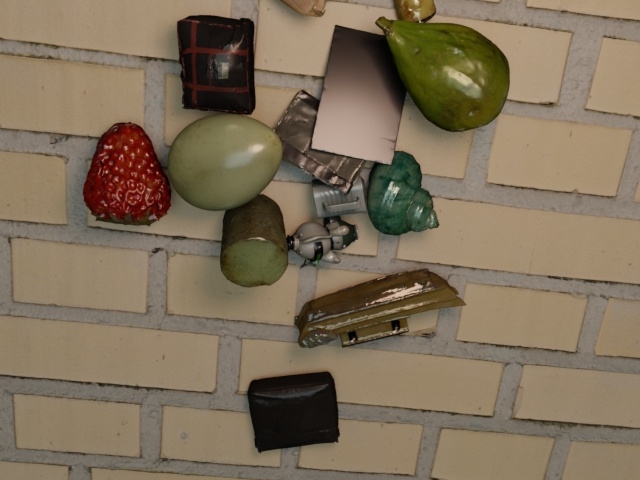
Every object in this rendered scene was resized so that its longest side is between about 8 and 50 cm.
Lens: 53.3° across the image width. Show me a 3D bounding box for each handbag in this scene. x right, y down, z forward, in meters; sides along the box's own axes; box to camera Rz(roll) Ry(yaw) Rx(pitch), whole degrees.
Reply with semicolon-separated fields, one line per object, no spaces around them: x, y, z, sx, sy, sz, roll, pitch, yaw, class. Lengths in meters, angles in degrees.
-0.073;0.482;1.762;0.247;0.080;0.222;-6;108;0;handbag
-0.235;-0.395;1.438;0.170;0.155;0.215;3;110;3;handbag

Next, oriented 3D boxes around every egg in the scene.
-0.214;-0.183;1.453;0.296;0.218;0.218;-14;111;37;egg

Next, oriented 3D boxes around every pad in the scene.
0.006;-0.235;1.518;0.233;0.022;0.174;30;82;2;pad
0.102;-0.342;1.504;0.202;0.005;0.299;11;89;-6;pad

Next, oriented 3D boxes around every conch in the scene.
0.202;-0.100;1.563;0.202;0.134;0.196;35;104;-12;conch

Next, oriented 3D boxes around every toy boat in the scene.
0.151;0.192;1.657;0.446;0.136;0.162;-16;112;1;toy boat

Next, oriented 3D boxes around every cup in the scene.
0.050;-0.105;1.557;0.130;0.128;0.095;-11;118;3;cup

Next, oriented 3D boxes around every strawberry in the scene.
-0.455;-0.158;1.500;0.205;0.205;0.244;-1;88;-2;strawberry

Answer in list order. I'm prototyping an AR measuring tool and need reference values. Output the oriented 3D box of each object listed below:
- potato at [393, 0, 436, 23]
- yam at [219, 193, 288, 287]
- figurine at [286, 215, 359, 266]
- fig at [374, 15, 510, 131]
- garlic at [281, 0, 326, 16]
0.211;-0.547;1.452;0.096;0.066;0.103;-30;114;3;potato
-0.159;0.000;1.521;0.161;0.268;0.161;-3;118;-6;yam
0.000;0.000;1.593;0.193;0.147;0.126;-8;89;-20;figurine
0.288;-0.399;1.422;0.233;0.233;0.314;-27;111;6;fig
-0.059;-0.602;1.379;0.146;0.164;0.244;-30;113;-11;garlic
